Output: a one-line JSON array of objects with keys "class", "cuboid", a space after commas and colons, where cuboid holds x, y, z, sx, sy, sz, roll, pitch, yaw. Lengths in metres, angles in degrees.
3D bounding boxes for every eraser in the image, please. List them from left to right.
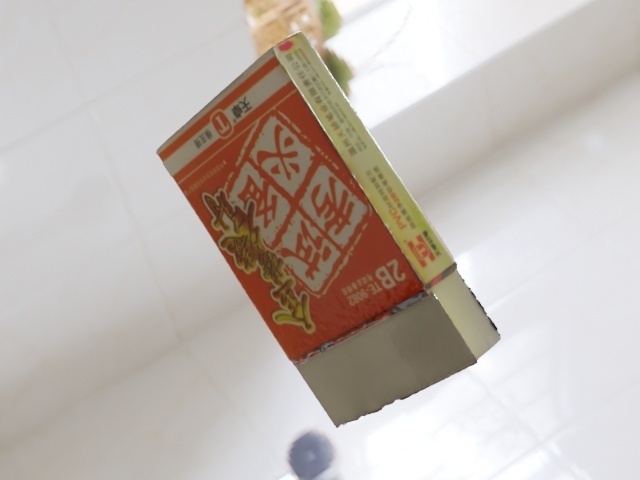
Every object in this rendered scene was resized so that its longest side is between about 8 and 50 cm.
[{"class": "eraser", "cuboid": [0.000, 0.000, 0.927, 0.230, 0.038, 0.157, 56, -41, 0]}]
